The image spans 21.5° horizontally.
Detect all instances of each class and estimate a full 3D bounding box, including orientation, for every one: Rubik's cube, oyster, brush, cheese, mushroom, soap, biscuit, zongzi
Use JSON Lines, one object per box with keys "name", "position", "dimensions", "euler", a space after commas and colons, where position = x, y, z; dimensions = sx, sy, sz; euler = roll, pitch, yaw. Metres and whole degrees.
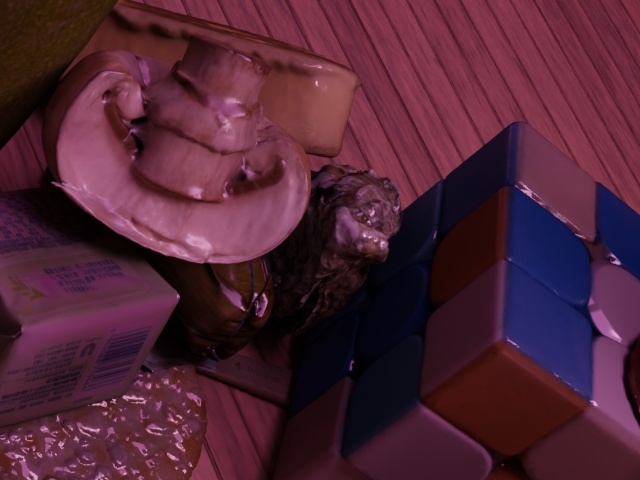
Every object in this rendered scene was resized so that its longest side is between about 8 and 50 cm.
{"name": "Rubik's cube", "position": [0.200, 0.158, 1.723], "dimensions": [0.347, 0.344, 0.346], "euler": [36, 36, -21]}
{"name": "oyster", "position": [0.000, 0.000, 1.757], "dimensions": [0.112, 0.268, 0.198], "euler": [34, 49, -17]}
{"name": "brush", "position": [-0.119, 0.119, 1.732], "dimensions": [0.336, 0.020, 0.085], "euler": [22, 44, -29]}
{"name": "cheese", "position": [-0.092, -0.170, 1.798], "dimensions": [0.384, 0.104, 0.384], "euler": [16, 7, -2]}
{"name": "mushroom", "position": [-0.134, -0.101, 1.569], "dimensions": [0.254, 0.195, 0.189], "euler": [21, 9, -24]}
{"name": "soap", "position": [-0.269, 0.055, 1.525], "dimensions": [0.199, 0.138, 0.182], "euler": [-10, 49, -48]}
{"name": "biscuit", "position": [-0.198, 0.203, 1.564], "dimensions": [0.290, 0.038, 0.141], "euler": [-12, 64, -47]}
{"name": "zongzi", "position": [-0.102, -0.020, 1.782], "dimensions": [0.286, 0.138, 0.300], "euler": [52, 29, 17]}

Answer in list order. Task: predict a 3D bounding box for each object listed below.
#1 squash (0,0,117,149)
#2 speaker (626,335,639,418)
{"name": "squash", "position": [-0.341, -0.225, 1.538], "dimensions": [0.263, 0.384, 0.263], "euler": [27, 40, -25]}
{"name": "speaker", "position": [0.485, 0.121, 1.513], "dimensions": [0.259, 0.329, 0.198], "euler": [45, 35, -20]}
